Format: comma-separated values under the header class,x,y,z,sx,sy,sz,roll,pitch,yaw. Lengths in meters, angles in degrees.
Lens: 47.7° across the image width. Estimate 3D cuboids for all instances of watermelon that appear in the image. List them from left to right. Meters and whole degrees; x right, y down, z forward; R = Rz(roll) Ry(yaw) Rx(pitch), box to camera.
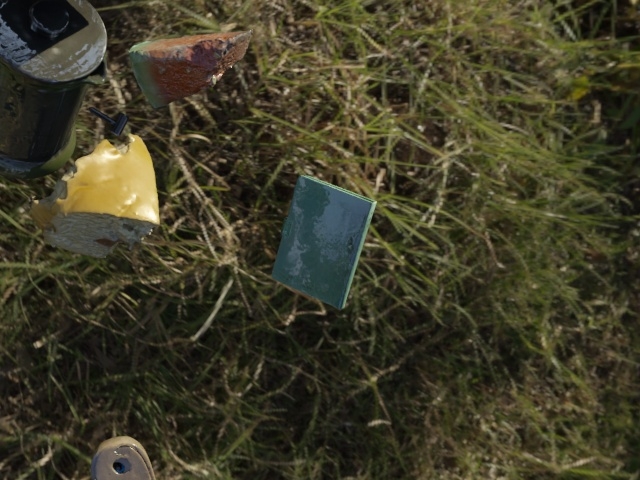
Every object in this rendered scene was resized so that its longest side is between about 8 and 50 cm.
class,x,y,z,sx,sy,sz,roll,pitch,yaw
watermelon,-0.259,-0.374,1.505,0.257,0.193,0.139,-12,119,11

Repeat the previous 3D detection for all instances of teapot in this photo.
class,x,y,z,sx,sy,sz,roll,pitch,yaw
teapot,-0.493,-0.280,1.179,0.270,0.337,0.200,39,54,-9

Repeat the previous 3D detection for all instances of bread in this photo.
class,x,y,z,sx,sy,sz,roll,pitch,yaw
bread,-0.431,-0.090,1.358,0.211,0.183,0.224,11,51,-28

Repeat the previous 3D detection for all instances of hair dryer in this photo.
class,x,y,z,sx,sy,sz,roll,pitch,yaw
hair dryer,-0.443,-0.256,1.502,0.083,0.026,0.047,29,82,-35

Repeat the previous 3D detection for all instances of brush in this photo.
class,x,y,z,sx,sy,sz,roll,pitch,yaw
brush,-0.143,0.336,0.669,0.070,0.065,0.327,-16,103,-2

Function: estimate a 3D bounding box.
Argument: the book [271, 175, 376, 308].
class,x,y,z,sx,sy,sz,roll,pitch,yaw
book,0.000,0.000,0.849,0.017,0.103,0.135,-22,131,-63
